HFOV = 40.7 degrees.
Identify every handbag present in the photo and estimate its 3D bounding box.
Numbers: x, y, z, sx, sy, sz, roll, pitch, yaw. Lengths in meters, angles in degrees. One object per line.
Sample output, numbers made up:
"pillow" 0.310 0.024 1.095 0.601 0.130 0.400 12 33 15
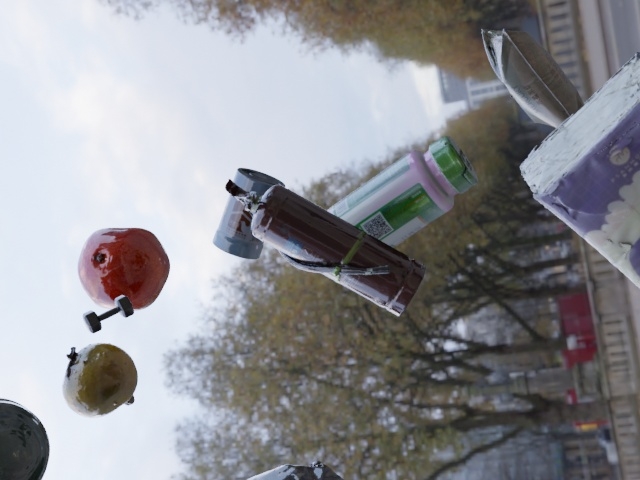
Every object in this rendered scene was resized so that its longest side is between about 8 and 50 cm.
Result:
"handbag" 0.424 -0.322 1.727 0.270 0.117 0.182 46 -176 -15

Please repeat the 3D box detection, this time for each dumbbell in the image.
"dumbbell" -0.355 0.123 1.447 0.036 0.083 0.040 43 150 40

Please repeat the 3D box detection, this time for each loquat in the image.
"loquat" -0.493 0.319 1.946 0.172 0.149 0.204 -55 -47 -8

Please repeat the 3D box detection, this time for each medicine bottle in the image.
"medicine bottle" 0.153 -0.077 1.602 0.133 0.274 0.133 47 -160 -22

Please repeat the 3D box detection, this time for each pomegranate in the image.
"pomegranate" -0.468 0.070 2.103 0.256 0.221 0.221 2 -101 -69

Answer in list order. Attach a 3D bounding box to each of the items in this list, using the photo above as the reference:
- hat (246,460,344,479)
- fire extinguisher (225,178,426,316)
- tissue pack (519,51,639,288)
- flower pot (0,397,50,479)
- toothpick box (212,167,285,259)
"hat" -0.118 0.585 1.647 0.257 0.366 0.381 44 -166 19
"fire extinguisher" 0.000 0.000 1.373 0.105 0.341 0.141 -62 1 -15
"tissue pack" 0.492 -0.070 1.255 0.343 0.242 0.125 36 -161 -24
"flower pot" -0.526 0.343 1.353 0.157 0.243 0.189 40 -126 -28
"toothpick box" -0.139 -0.052 1.668 0.101 0.101 0.153 -33 -36 -74
